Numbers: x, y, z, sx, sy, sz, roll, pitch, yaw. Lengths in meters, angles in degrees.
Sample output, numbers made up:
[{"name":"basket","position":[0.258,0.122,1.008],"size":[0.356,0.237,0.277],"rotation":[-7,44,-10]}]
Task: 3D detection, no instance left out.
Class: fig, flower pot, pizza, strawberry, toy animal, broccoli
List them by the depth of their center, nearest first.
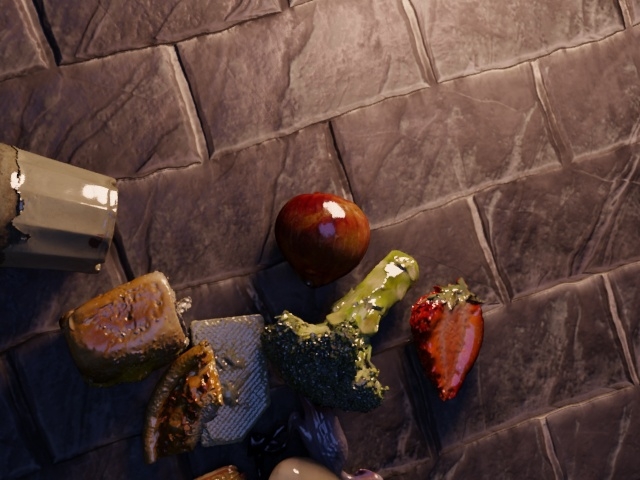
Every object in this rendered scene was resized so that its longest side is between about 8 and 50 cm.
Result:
[{"name":"flower pot","position":[-0.516,-0.051,1.738],"size":[0.259,0.290,0.291],"rotation":[12,84,-22]},{"name":"pizza","position":[-0.268,0.320,1.831],"size":[0.134,0.056,0.271],"rotation":[40,100,22]},{"name":"broccoli","position":[0.080,0.173,1.853],"size":[0.361,0.252,0.221],"rotation":[-32,127,-18]},{"name":"fig","position":[0.001,0.000,1.885],"size":[0.205,0.205,0.205],"rotation":[1,86,-12]},{"name":"toy animal","position":[0.013,0.425,1.900],"size":[0.324,0.090,0.195],"rotation":[25,96,-8]},{"name":"strawberry","position":[0.264,0.204,1.972],"size":[0.174,0.098,0.228],"rotation":[-16,102,-29]}]

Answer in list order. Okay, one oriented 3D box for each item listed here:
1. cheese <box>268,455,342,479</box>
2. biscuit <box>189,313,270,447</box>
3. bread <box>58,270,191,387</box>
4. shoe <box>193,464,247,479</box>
[{"name":"cheese","position":[0.062,0.563,1.832],"size":[0.328,0.129,0.351],"rotation":[-6,106,-7]},{"name":"biscuit","position":[-0.178,0.277,1.886],"size":[0.150,0.052,0.252],"rotation":[-3,87,-13]},{"name":"bread","position":[-0.350,0.173,1.783],"size":[0.246,0.195,0.176],"rotation":[-24,87,-13]},{"name":"shoe","position":[-0.197,0.489,1.860],"size":[0.109,0.072,0.069],"rotation":[-4,48,-17]}]
